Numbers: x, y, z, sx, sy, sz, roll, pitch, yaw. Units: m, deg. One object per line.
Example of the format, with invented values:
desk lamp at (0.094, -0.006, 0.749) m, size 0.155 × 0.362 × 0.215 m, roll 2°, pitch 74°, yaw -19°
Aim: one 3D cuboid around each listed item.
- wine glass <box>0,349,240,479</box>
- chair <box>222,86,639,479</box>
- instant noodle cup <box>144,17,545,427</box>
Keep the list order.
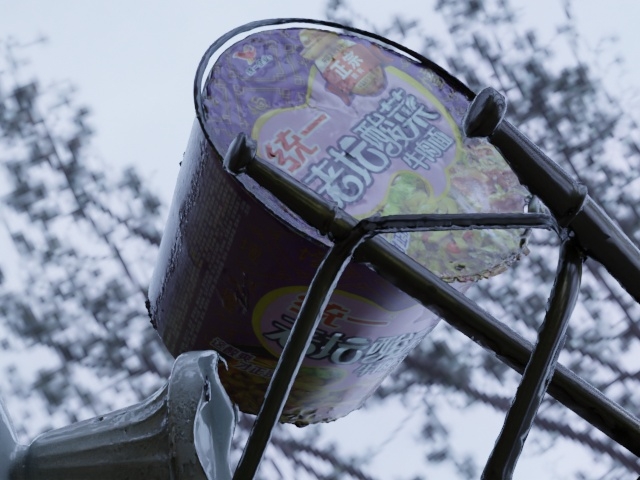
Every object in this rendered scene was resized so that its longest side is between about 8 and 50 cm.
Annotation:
wine glass at (-0.165, 0.171, 1.213) m, size 0.196 × 0.165 × 0.165 m, roll -5°, pitch -66°, yaw 3°
chair at (0.116, 0.171, 0.968) m, size 0.410 × 0.362 × 0.364 m, roll 26°, pitch -11°, yaw -21°
instant noodle cup at (0.000, 0.000, 1.460) m, size 0.340 × 0.340 × 0.266 m, roll 45°, pitch -49°, yaw 20°
